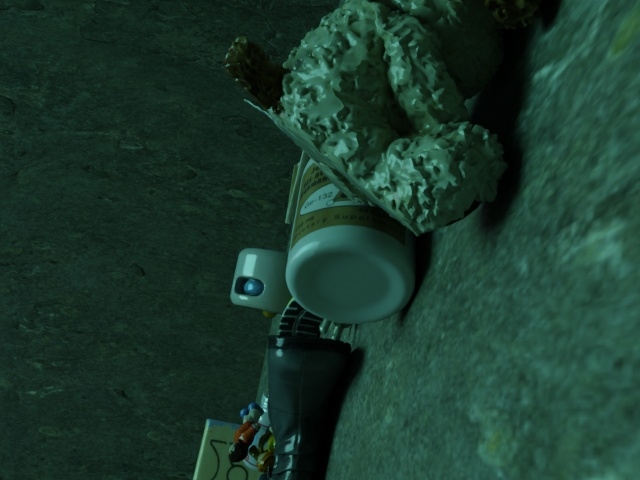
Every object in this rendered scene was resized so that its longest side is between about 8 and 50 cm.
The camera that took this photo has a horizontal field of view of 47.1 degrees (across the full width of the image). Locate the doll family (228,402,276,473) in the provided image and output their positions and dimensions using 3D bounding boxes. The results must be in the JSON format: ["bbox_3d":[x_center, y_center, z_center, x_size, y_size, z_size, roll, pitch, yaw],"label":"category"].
[{"bbox_3d":[-0.072,0.340,1.379,0.263,0.118,0.163,-55,9,26],"label":"doll family"}]

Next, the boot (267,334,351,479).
[{"bbox_3d":[-0.026,0.267,1.032,0.338,0.118,0.223,87,-170,-67],"label":"boot"}]

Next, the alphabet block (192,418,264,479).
[{"bbox_3d":[-0.229,0.588,1.921,0.193,0.192,0.197,111,171,-70],"label":"alphabet block"}]

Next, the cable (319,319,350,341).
[{"bbox_3d":[0.060,0.006,1.067,0.287,0.072,0.139,-66,-13,-4],"label":"cable"}]

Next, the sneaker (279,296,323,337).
[{"bbox_3d":[-0.045,0.182,1.484,0.094,0.081,0.208,-84,8,-67],"label":"sneaker"}]

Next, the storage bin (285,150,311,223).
[{"bbox_3d":[0.032,-0.191,1.297,0.260,0.123,0.262,-87,11,-60],"label":"storage bin"}]

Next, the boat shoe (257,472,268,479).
[{"bbox_3d":[-0.093,0.474,1.309,0.254,0.079,0.095,111,170,-58],"label":"boat shoe"}]

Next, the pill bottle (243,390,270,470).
[{"bbox_3d":[-0.110,0.412,1.592,0.087,0.087,0.160,-109,32,-80],"label":"pill bottle"}]

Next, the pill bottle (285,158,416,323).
[{"bbox_3d":[0.039,-0.035,0.802,0.131,0.131,0.229,108,173,-46],"label":"pill bottle"}]

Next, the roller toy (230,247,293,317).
[{"bbox_3d":[-0.104,0.105,1.681,0.209,0.191,0.146,140,141,-81],"label":"roller toy"}]

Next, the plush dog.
[{"bbox_3d":[0.068,-0.155,0.600,0.225,0.210,0.262,-48,15,0],"label":"plush dog"}]
